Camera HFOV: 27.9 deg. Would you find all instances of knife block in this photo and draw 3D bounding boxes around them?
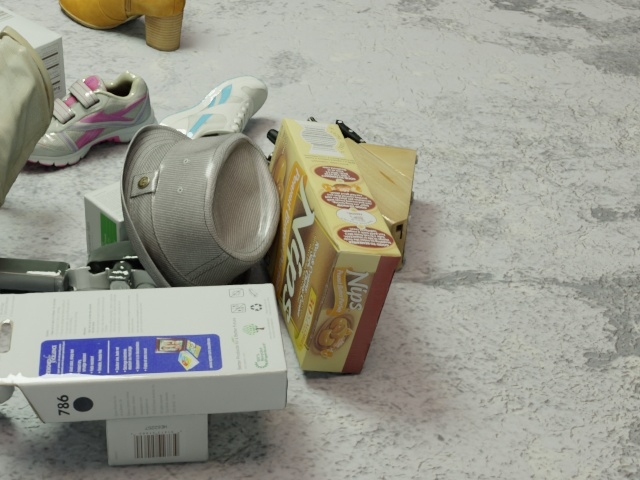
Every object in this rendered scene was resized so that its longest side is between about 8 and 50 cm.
[{"bbox_3d":[0.015,-0.076,1.862,0.242,0.088,0.276,6,35,4],"label":"knife block"}]

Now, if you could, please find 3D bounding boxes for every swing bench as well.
[{"bbox_3d":[-0.481,-0.114,1.702,0.254,0.165,0.253,-26,27,25],"label":"swing bench"}]

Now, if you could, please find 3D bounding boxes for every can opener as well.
[{"bbox_3d":[-0.339,0.050,1.659,0.280,0.074,0.093,1,41,0],"label":"can opener"}]

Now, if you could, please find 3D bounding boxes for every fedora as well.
[{"bbox_3d":[-0.136,-0.050,1.669,0.124,0.244,0.275,-24,35,32],"label":"fedora"}]

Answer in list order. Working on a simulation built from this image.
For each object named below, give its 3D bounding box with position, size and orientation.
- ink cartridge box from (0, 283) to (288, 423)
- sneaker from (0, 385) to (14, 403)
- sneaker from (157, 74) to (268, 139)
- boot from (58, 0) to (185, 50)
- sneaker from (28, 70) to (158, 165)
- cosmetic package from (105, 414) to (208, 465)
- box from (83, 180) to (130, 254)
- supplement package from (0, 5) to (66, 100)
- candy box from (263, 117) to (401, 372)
[{"bbox_3d":[-0.208,0.123,1.433,0.332,0.065,0.165,-1,35,-7],"label":"ink cartridge box"},{"bbox_3d":[-0.454,0.192,1.459,0.212,0.080,0.094,-4,47,1],"label":"sneaker"},{"bbox_3d":[-0.154,-0.177,2.003,0.092,0.087,0.228,32,50,24],"label":"sneaker"},{"bbox_3d":[-0.352,-0.475,2.289,0.295,0.211,0.104,25,39,28],"label":"boot"},{"bbox_3d":[-0.368,-0.197,1.975,0.252,0.111,0.103,-24,43,-33],"label":"sneaker"},{"bbox_3d":[-0.193,0.155,1.515,0.117,0.086,0.231,-2,36,-9],"label":"cosmetic package"},{"bbox_3d":[-0.254,-0.020,1.742,0.102,0.101,0.087,-25,43,-34],"label":"box"},{"bbox_3d":[-0.561,-0.269,2.031,0.261,0.145,0.204,28,42,30],"label":"supplement package"},{"bbox_3d":[0.000,0.000,1.658,0.087,0.183,0.316,5,33,-18],"label":"candy box"}]
